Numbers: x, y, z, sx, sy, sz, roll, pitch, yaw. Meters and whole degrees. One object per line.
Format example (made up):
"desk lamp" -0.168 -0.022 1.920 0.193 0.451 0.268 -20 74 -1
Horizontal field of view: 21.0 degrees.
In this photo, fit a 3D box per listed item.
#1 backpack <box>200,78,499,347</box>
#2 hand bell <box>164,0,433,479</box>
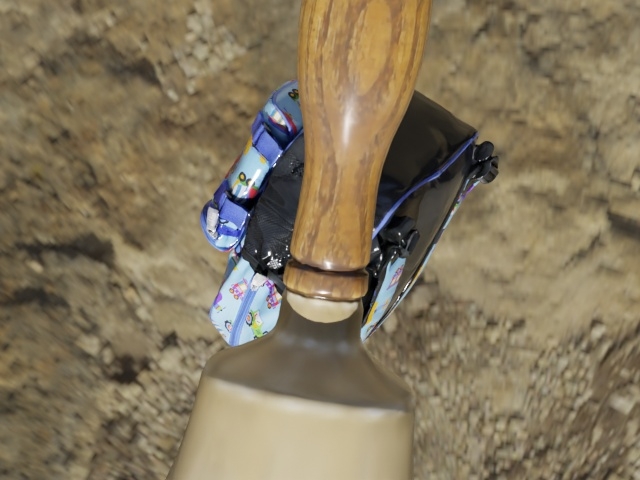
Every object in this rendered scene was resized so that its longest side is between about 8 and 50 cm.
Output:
"backpack" 0.000 0.000 0.981 0.117 0.158 0.173 36 124 9
"hand bell" 0.002 0.002 0.527 0.126 0.126 0.242 9 98 7
